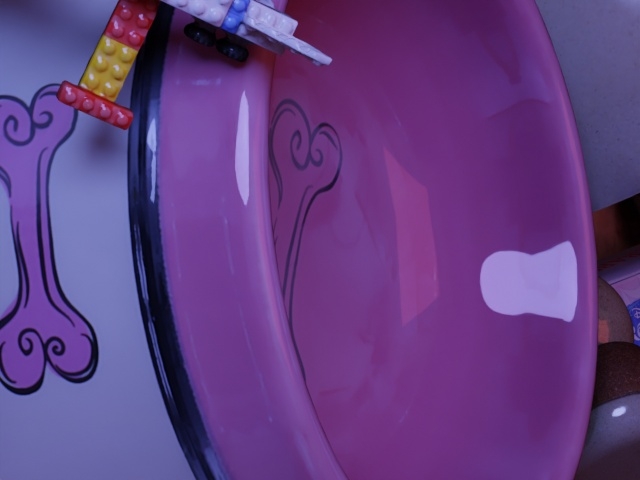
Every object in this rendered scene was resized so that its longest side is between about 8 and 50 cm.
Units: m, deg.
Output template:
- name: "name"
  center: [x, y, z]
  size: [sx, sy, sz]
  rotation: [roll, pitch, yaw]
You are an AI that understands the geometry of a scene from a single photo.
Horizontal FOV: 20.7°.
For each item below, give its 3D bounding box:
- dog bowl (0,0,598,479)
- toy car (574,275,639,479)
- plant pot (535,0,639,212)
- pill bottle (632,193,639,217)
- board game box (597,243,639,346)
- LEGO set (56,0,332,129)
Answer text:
- name: "dog bowl"
  center: [0.000, 0.000, 0.828]
  size: [0.408, 0.150, 0.408]
  rotation: [19, 68, -57]
- name: "toy car"
  center: [0.139, 0.075, 1.061]
  size: [0.155, 0.149, 0.188]
  rotation: [10, 47, -32]
- name: "plant pot"
  center: [0.155, -0.190, 1.068]
  size: [0.274, 0.256, 0.256]
  rotation: [58, 36, -9]
- name: "pill bottle"
  center: [0.293, -0.059, 1.366]
  size: [0.186, 0.112, 0.112]
  rotation: [61, 37, -32]
- name: "board game box"
  center: [0.302, 0.145, 1.270]
  size: [0.319, 0.066, 0.318]
  rotation: [-17, 100, -35]
- name: "LEGO set"
  center: [-0.110, -0.116, 0.605]
  size: [0.060, 0.244, 0.182]
  rotation: [-132, -160, -67]
